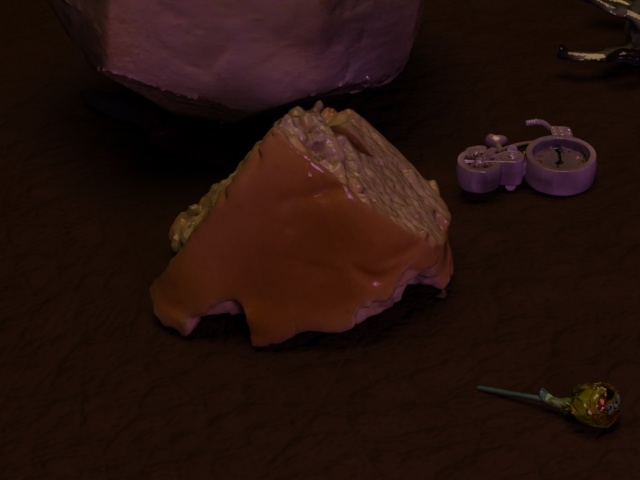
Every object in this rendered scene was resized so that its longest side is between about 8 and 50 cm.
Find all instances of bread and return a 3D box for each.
[{"bbox_3d":[-0.002,0.010,1.670,0.211,0.224,0.183,38,28,-8],"label":"bread"}]

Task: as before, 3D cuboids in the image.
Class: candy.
[{"bbox_3d":[0.173,0.119,1.511,0.123,0.035,0.035,6,-11,36],"label":"candy"}]

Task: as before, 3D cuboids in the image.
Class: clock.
[{"bbox_3d":[0.185,-0.072,1.802,0.129,0.041,0.087,-4,35,-6],"label":"clock"}]

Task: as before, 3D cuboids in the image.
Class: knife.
[{"bbox_3d":[-0.158,-0.108,1.945,0.035,0.018,0.247,-28,39,-35],"label":"knife"}]

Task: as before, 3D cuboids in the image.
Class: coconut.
[{"bbox_3d":[-0.094,-0.283,1.911,0.415,0.344,0.415,10,-8,2],"label":"coconut"}]

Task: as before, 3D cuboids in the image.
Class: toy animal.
[{"bbox_3d":[0.349,-0.230,2.004,0.176,0.073,0.217,21,43,14],"label":"toy animal"}]
